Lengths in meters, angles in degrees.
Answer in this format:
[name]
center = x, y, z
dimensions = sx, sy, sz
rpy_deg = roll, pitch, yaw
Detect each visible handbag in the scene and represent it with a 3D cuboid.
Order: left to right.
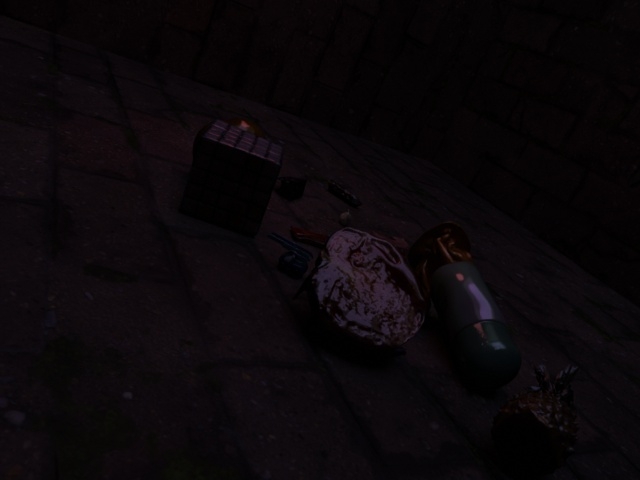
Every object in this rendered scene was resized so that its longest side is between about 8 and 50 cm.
[handbag]
center = -0.136, -0.209, 1.968
dimensions = 0.139, 0.072, 0.115
rpy_deg = 19, 19, 21

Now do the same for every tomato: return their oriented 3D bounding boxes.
[tomato]
center = 0.092, 0.135, 1.242
dimensions = 0.309, 0.170, 0.309
rpy_deg = 8, 60, -14

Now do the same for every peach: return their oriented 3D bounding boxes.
[peach]
center = -0.291, -0.283, 1.709
dimensions = 0.251, 0.251, 0.153
rpy_deg = 12, 49, -31

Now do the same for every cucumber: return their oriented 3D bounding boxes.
[cucumber]
center = 0.100, -0.195, 2.205
dimensions = 0.181, 0.053, 0.053
rpy_deg = 36, 23, 24

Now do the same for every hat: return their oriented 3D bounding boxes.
[hat]
center = 0.420, 0.109, 1.650
dimensions = 0.233, 0.244, 0.233
rpy_deg = 7, 40, -22

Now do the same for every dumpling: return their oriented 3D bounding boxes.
[dumpling]
center = 0.094, -0.087, 1.924
dimensions = 0.043, 0.059, 0.077
rpy_deg = 23, 21, 19

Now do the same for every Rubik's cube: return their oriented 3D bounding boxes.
[Rubik's cube]
center = -0.254, -0.187, 1.527
dimensions = 0.238, 0.237, 0.237
rpy_deg = 21, 20, -12

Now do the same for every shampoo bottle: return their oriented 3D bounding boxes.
[shampoo bottle]
center = 0.393, 0.221, 1.342
dimensions = 0.151, 0.222, 0.349
rpy_deg = -10, 35, 2

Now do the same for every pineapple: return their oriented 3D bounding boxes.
[pineapple]
center = 0.484, 0.372, 1.125
dimensions = 0.165, 0.165, 0.364
rpy_deg = 36, 21, 26

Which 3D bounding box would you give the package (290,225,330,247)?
[package]
center = 0.000, 0.000, 1.659
dimensions = 0.200, 0.022, 0.083
rpy_deg = 19, 22, -19

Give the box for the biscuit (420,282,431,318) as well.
[biscuit]
center = 0.185, 0.135, 1.473
dimensions = 0.296, 0.075, 0.296
rpy_deg = 21, 21, -9

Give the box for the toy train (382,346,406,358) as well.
[toy train]
center = 0.177, 0.263, 1.235
dimensions = 0.083, 0.017, 0.017
rpy_deg = 2, 31, -47

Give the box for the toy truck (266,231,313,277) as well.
[toy truck]
center = -0.091, 0.039, 1.393
dimensions = 0.136, 0.074, 0.063
rpy_deg = 27, 21, 9

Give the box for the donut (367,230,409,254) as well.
[donut]
center = 0.242, 0.025, 1.812
dimensions = 0.166, 0.065, 0.117
rpy_deg = 13, 22, -26
